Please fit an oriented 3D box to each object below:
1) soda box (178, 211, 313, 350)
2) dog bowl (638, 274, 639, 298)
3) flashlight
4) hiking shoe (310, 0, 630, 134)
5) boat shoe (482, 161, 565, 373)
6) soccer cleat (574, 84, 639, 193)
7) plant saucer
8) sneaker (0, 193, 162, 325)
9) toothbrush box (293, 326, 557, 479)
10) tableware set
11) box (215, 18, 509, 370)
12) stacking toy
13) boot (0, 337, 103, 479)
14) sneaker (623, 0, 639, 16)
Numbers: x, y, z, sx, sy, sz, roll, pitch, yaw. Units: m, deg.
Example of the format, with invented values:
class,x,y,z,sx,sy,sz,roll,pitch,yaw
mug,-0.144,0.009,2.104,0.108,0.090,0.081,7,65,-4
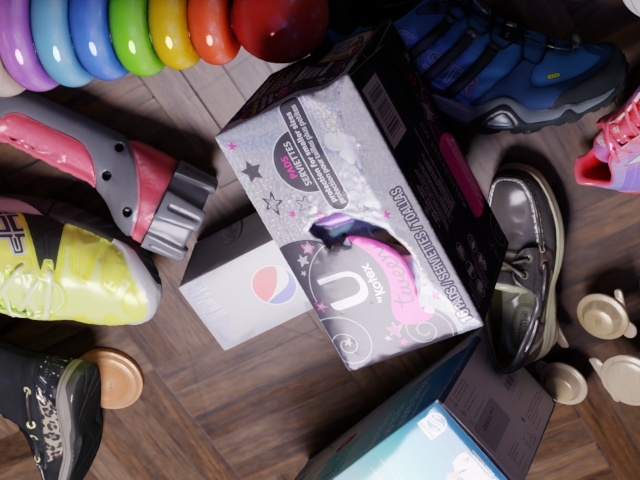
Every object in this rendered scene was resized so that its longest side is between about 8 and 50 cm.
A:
class,x,y,z,sx,sy,sz,roll,pitch,yaw
soda box,0.000,0.000,1.323,0.286,0.098,0.091,-26,113,21
dog bowl,0.500,0.078,1.305,0.349,0.102,0.348,3,120,5
flashlight,-0.259,-0.082,1.307,0.304,0.103,0.103,24,123,-8
hiking shoe,0.132,-0.177,1.193,0.304,0.113,0.132,1,121,7
boat shoe,0.199,0.034,1.317,0.080,0.073,0.223,9,118,29
soccer cleat,0.296,-0.104,1.172,0.095,0.083,0.248,-7,162,-2
plant saucer,-0.247,0.162,1.500,0.084,0.013,0.083,3,120,6
sneaker,-0.357,0.030,1.348,0.385,0.147,0.145,15,131,1
toothbrush box,0.087,0.250,1.381,0.126,0.216,0.295,48,117,0
tableware set,0.276,0.117,1.374,0.169,0.020,0.141,-9,113,38
box,0.041,-0.039,1.145,0.142,0.163,0.247,-23,107,26
stacking toy,-0.155,-0.208,1.184,0.330,0.141,0.141,-1,120,12
boot,-0.347,0.195,1.500,0.179,0.085,0.236,21,135,9
sneaker,0.425,-0.207,1.123,0.331,0.146,0.122,1,119,5
